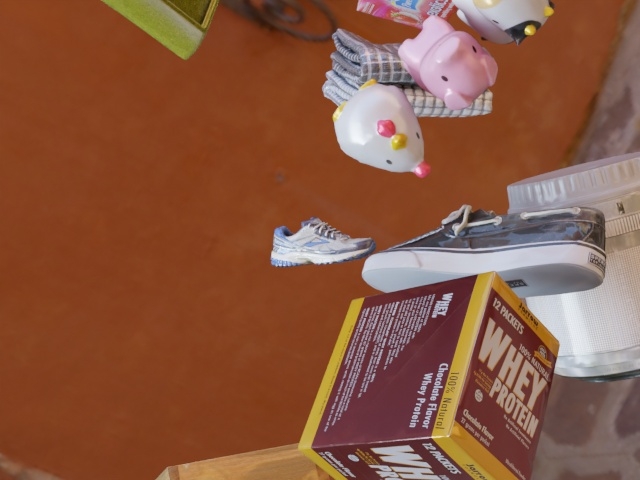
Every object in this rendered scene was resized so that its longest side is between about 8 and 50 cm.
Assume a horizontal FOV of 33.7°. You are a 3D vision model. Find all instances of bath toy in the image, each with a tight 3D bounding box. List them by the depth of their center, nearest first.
[{"bbox_3d":[0.166,-0.210,1.216,0.348,0.129,0.151,-46,-16,4],"label":"bath toy"}]

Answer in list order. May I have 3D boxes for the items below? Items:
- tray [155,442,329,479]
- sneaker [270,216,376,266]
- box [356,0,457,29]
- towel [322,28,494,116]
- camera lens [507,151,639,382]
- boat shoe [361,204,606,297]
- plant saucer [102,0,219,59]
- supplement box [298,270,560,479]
[{"bbox_3d":[-0.143,0.371,1.511,0.411,0.202,0.076,127,133,-64],"label":"tray"},{"bbox_3d":[0.000,0.000,1.253,0.052,0.135,0.058,-6,-89,-67],"label":"sneaker"},{"bbox_3d":[0.137,-0.380,1.420,0.257,0.128,0.123,153,132,-83],"label":"box"},{"bbox_3d":[0.145,-0.287,1.793,0.284,0.235,0.121,-126,35,-69],"label":"towel"},{"bbox_3d":[0.376,0.037,1.403,0.219,0.219,0.274,-7,99,67],"label":"camera lens"},{"bbox_3d":[0.197,0.008,1.300,0.306,0.113,0.105,-8,58,33],"label":"boat shoe"},{"bbox_3d":[-0.170,-0.340,1.276,0.045,0.188,0.188,13,79,36],"label":"plant saucer"},{"bbox_3d":[0.113,0.157,1.076,0.194,0.129,0.191,-15,41,42],"label":"supplement box"}]
